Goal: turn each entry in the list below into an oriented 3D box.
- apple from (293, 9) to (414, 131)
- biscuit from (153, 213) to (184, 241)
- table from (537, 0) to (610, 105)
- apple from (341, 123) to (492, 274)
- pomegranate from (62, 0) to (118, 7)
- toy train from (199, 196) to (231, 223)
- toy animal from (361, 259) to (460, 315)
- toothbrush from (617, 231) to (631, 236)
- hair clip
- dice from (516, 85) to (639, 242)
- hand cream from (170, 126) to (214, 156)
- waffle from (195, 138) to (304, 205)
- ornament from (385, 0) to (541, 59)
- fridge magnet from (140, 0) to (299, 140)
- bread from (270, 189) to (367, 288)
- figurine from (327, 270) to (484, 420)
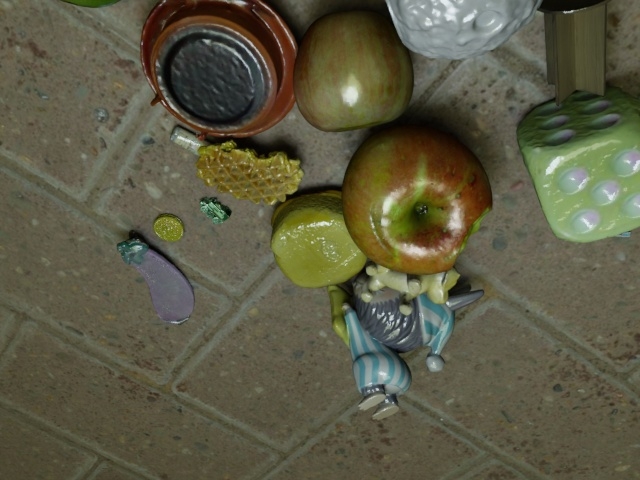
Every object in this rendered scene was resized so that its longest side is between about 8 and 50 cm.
[{"bbox_3d":[0.064,-0.349,1.354,0.257,0.257,0.234,-13,96,16],"label":"apple"},{"bbox_3d":[-0.413,-0.034,1.773,0.084,0.023,0.084,3,126,4],"label":"biscuit"},{"bbox_3d":[0.516,-0.402,1.320,0.167,0.167,0.227,-9,132,14],"label":"table"},{"bbox_3d":[0.211,-0.097,1.472,0.339,0.339,0.339,4,125,5],"label":"apple"},{"bbox_3d":[-0.470,-0.585,1.275,0.270,0.254,0.254,16,134,39],"label":"pomegranate"},{"bbox_3d":[-0.279,-0.082,1.716,0.053,0.033,0.083,-34,114,22],"label":"toy train"},{"bbox_3d":[0.212,0.097,1.572,0.233,0.168,0.121,12,124,16],"label":"toy animal"},{"bbox_3d":[0.697,-0.016,1.640,0.162,0.014,0.017,0,139,8],"label":"toothbrush"},{"bbox_3d":[-0.455,0.114,1.859,0.095,0.110,0.359,20,144,45],"label":"hair clip"},{"bbox_3d":[0.582,-0.166,1.406,0.254,0.252,0.250,-20,121,18],"label":"dice"},{"bbox_3d":[-0.304,-0.232,1.614,0.143,0.039,0.061,28,122,-17],"label":"hand cream"},{"bbox_3d":[-0.176,-0.168,1.577,0.253,0.056,0.249,25,148,-25],"label":"waffle"},{"bbox_3d":[0.255,-0.500,1.165,0.337,0.337,0.337,4,125,5],"label":"ornament"},{"bbox_3d":[-0.220,-0.377,1.422,0.363,0.155,0.363,5,130,5],"label":"fridge magnet"},{"bbox_3d":[0.000,0.000,1.667,0.270,0.148,0.270,2,128,3],"label":"bread"},{"bbox_3d":[0.239,0.212,1.659,0.377,0.361,0.266,-26,143,16],"label":"figurine"}]
